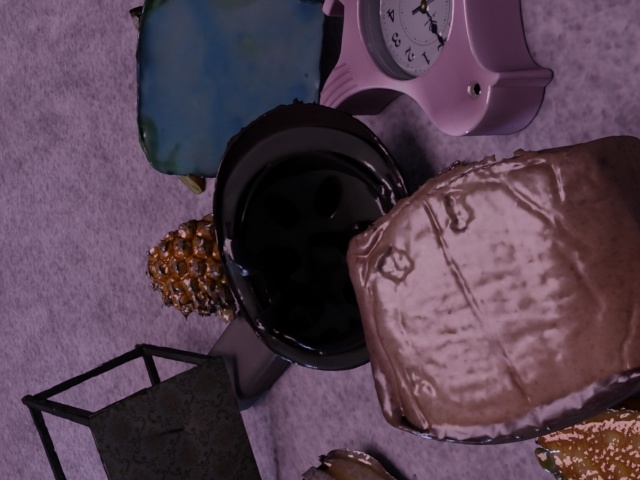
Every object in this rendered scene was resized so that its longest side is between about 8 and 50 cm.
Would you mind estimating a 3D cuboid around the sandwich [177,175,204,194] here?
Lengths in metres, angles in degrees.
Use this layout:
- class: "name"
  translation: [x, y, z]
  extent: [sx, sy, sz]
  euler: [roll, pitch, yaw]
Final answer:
- class: "sandwich"
  translation: [-0.206, -0.112, 1.632]
  extent: [0.031, 0.044, 0.083]
  euler: [-7, 93, 50]

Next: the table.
- class: "table"
  translation: [-0.252, 0.354, 1.575]
  extent: [0.272, 0.222, 0.335]
  euler: [-1, 109, 54]

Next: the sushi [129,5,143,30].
- class: "sushi"
  translation: [-0.274, -0.353, 1.693]
  extent: [0.083, 0.044, 0.046]
  euler: [23, 136, 53]

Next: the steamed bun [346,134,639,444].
- class: "steamed bun"
  translation: [0.189, 0.044, 0.971]
  extent: [0.301, 0.199, 0.252]
  euler: [-21, 87, 30]

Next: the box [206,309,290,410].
- class: "box"
  translation: [-0.095, 0.155, 1.515]
  extent: [0.244, 0.055, 0.103]
  euler: [-52, 55, 45]

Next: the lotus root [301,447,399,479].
- class: "lotus root"
  translation: [0.090, 0.393, 1.260]
  extent: [0.329, 0.167, 0.078]
  euler: [46, 174, 40]

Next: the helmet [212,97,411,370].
- class: "helmet"
  translation: [0.000, 0.000, 1.228]
  extent: [0.177, 0.224, 0.306]
  euler: [69, -172, -84]

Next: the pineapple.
- class: "pineapple"
  translation: [-0.152, 0.059, 1.492]
  extent: [0.137, 0.161, 0.176]
  euler: [59, 143, 21]

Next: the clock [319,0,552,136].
- class: "clock"
  translation: [0.102, -0.206, 1.145]
  extent: [0.290, 0.080, 0.276]
  euler: [-43, 62, 50]

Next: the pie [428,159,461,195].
- class: "pie"
  translation: [0.145, 0.005, 1.165]
  extent: [0.092, 0.034, 0.170]
  euler: [-23, 78, 50]

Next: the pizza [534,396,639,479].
- class: "pizza"
  translation: [0.294, 0.237, 0.987]
  extent: [0.185, 0.052, 0.195]
  euler: [-4, 100, 38]

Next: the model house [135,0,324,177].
- class: "model house"
  translation: [-0.121, -0.230, 1.370]
  extent: [0.241, 0.225, 0.261]
  euler: [-110, 25, -73]
